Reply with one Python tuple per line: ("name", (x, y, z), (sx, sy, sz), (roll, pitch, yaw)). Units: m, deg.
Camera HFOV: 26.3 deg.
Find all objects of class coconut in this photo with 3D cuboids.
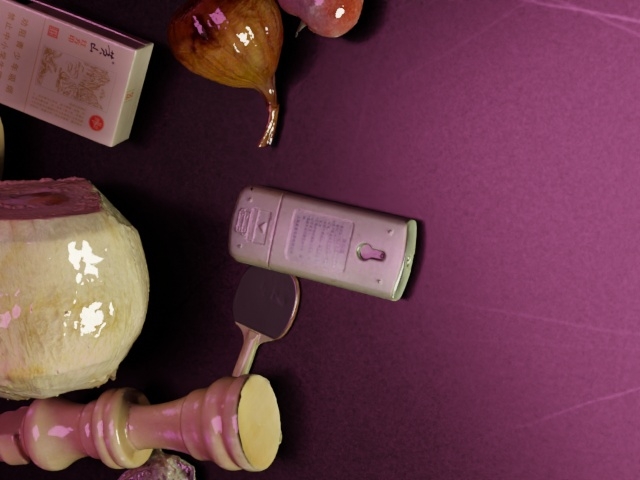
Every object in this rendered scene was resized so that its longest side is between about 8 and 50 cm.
("coconut", (-0.351, 0.066, 1.674), (0.297, 0.297, 0.255), (9, 109, 26))

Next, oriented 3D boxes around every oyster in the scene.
("oyster", (-0.227, 0.345, 1.738), (0.125, 0.064, 0.177), (33, 95, 28))

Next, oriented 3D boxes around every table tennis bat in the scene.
("table tennis bat", (-0.077, 0.099, 1.688), (0.087, 0.013, 0.156), (24, 100, 24))

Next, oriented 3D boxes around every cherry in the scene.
("cherry", (0.001, -0.299, 1.604), (0.106, 0.087, 0.126), (10, 98, 21))

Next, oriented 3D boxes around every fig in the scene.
("fig", (-0.086, -0.219, 1.643), (0.201, 0.134, 0.146), (54, 158, -8))

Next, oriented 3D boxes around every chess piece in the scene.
("chess piece", (-0.250, 0.233, 1.709), (0.397, 0.117, 0.117), (-6, 88, 24))

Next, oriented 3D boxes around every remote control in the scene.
("remote control", (0.000, 0.000, 1.633), (0.233, 0.038, 0.098), (13, 94, 25))

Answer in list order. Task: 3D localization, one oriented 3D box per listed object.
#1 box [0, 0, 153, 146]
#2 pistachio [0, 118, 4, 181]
("box", (-0.327, -0.219, 1.747), (0.201, 0.058, 0.141), (21, 111, 11))
("pistachio", (-0.520, -0.069, 1.814), (0.187, 0.187, 0.299), (8, 89, 26))
